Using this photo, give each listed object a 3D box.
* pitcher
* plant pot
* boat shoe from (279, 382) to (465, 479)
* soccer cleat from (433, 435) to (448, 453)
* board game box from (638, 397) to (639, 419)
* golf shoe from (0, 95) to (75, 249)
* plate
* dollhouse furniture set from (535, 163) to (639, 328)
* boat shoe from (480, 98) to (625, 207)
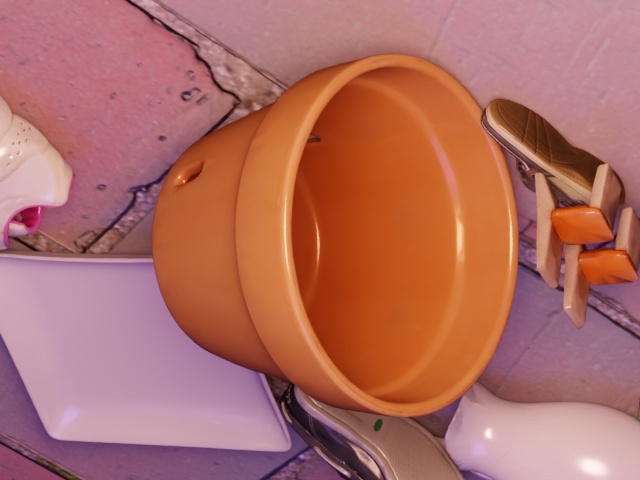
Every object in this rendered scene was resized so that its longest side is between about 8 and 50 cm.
[{"bbox_3d":[0.232,0.221,1.836,0.207,0.125,0.178,17,160,13],"label":"pitcher"},{"bbox_3d":[0.000,0.000,1.551,0.203,0.291,0.291,-4,138,43],"label":"plant pot"},{"bbox_3d":[0.058,0.217,1.871,0.233,0.084,0.079,41,139,1],"label":"boat shoe"},{"bbox_3d":[0.118,0.278,1.958,0.076,0.068,0.196,-2,133,14],"label":"soccer cleat"},{"bbox_3d":[0.406,0.131,1.734,0.201,0.035,0.136,9,138,7],"label":"board game box"},{"bbox_3d":[-0.347,-0.019,1.734,0.140,0.115,0.306,33,137,-24],"label":"golf shoe"},{"bbox_3d":[-0.182,0.102,1.857,0.277,0.045,0.278,1,135,20],"label":"plate"},{"bbox_3d":[0.331,0.037,1.532,0.262,0.135,0.259,-7,150,22],"label":"dollhouse furniture set"},{"bbox_3d":[0.189,-0.063,1.570,0.152,0.056,0.049,34,130,-21],"label":"boat shoe"}]
